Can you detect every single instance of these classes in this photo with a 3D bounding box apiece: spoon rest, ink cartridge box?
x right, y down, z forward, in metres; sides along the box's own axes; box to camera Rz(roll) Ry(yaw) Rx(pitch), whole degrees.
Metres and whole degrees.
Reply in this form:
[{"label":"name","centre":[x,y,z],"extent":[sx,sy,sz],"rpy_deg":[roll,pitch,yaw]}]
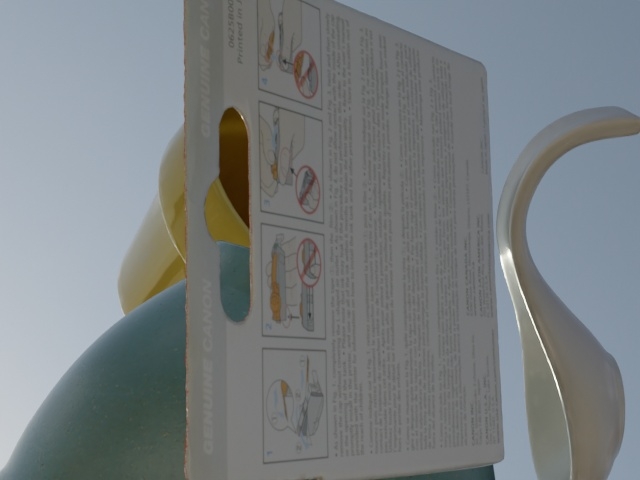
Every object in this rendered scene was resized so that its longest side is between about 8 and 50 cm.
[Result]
[{"label":"spoon rest","centre":[0.157,0.050,0.903],"extent":[0.084,0.137,0.276],"rpy_deg":[1,-78,-4]},{"label":"ink cartridge box","centre":[0.000,0.000,0.541],"extent":[0.066,0.232,0.189],"rpy_deg":[-6,-98,36]}]

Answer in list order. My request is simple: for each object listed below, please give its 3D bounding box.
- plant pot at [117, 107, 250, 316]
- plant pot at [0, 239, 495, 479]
[{"label":"plant pot","centre":[-0.067,0.005,1.292],"extent":[0.254,0.254,0.239],"rpy_deg":[43,-49,-8]},{"label":"plant pot","centre":[-0.020,0.120,0.776],"extent":[0.293,0.293,0.196],"rpy_deg":[23,-95,2]}]
